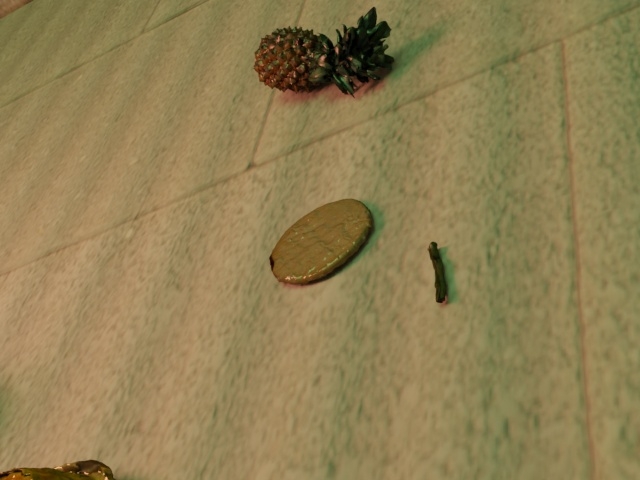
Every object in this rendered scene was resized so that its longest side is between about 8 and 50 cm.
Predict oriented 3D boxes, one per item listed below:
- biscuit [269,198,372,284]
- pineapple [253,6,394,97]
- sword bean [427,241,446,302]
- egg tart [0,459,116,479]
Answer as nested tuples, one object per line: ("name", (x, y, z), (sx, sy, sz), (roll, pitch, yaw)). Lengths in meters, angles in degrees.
("biscuit", (0.000, 0.000, 1.058), (0.120, 0.015, 0.120), (-26, 30, 16))
("pineapple", (-0.004, -0.232, 1.328), (0.221, 0.083, 0.103), (8, 52, 48))
("sword bean", (0.101, 0.028, 0.918), (0.012, 0.012, 0.083), (-26, 30, 16))
("egg tart", (-0.260, 0.259, 0.889), (0.212, 0.090, 0.212), (-29, 27, 16))
